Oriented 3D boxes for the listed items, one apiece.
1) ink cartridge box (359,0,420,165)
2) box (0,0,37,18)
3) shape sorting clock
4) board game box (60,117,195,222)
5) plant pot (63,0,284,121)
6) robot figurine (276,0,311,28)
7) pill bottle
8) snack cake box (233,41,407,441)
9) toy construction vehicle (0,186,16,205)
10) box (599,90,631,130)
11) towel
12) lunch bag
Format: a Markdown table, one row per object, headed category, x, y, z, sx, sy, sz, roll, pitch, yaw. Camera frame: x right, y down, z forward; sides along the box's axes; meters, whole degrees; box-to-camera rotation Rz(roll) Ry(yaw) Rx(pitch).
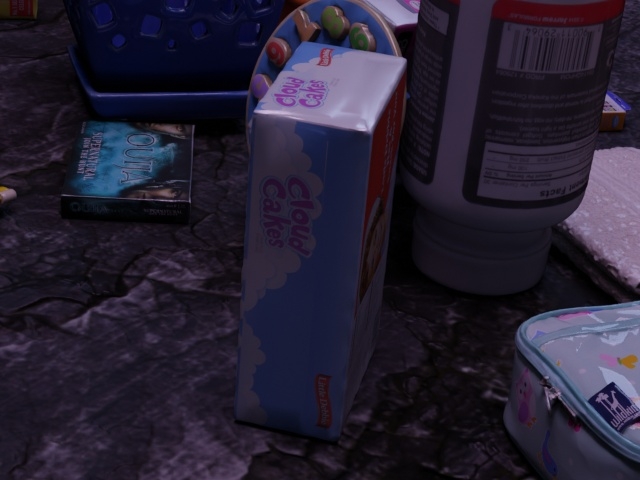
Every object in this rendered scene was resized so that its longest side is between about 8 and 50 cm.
| category | x | y | z | sx | sy | sz | roll | pitch | yaw |
| --- | --- | --- | --- | --- | --- | --- | --- | --- | --- |
| ink cartridge box | 0.152 | -0.173 | 1.429 | 0.371 | 0.176 | 0.069 | -15 | 48 | -44 |
| box | -0.481 | -0.331 | 1.777 | 0.232 | 0.087 | 0.058 | -1 | 31 | -14 |
| shape sorting clock | -0.001 | -0.123 | 1.278 | 0.040 | 0.206 | 0.206 | 2 | 23 | -47 |
| board game box | -0.192 | -0.074 | 1.418 | 0.126 | 0.026 | 0.186 | 2 | 29 | -5 |
| plant pot | -0.173 | -0.258 | 1.553 | 0.236 | 0.212 | 0.236 | -4 | 25 | -16 |
| robot figurine | -0.010 | -0.289 | 1.739 | 0.219 | 0.128 | 0.158 | 19 | 31 | 27 |
| pill bottle | 0.164 | -0.117 | 1.256 | 0.176 | 0.318 | 0.176 | 5 | 29 | -3 |
| snack cake box | 0.000 | 0.000 | 1.067 | 0.089 | 0.264 | 0.152 | 11 | 29 | 11 |
| toy construction vehicle | -0.348 | -0.039 | 1.325 | 0.098 | 0.035 | 0.086 | 17 | 19 | 14 |
| box | 0.299 | -0.157 | 1.663 | 0.136 | 0.028 | 0.081 | 0 | 29 | -16 |
| towel | 0.309 | -0.020 | 1.389 | 0.187 | 0.049 | 0.282 | -8 | 31 | -25 |
| lunch bag | 0.286 | 0.123 | 1.058 | 0.279 | 0.108 | 0.224 | -5 | 30 | -19 |
